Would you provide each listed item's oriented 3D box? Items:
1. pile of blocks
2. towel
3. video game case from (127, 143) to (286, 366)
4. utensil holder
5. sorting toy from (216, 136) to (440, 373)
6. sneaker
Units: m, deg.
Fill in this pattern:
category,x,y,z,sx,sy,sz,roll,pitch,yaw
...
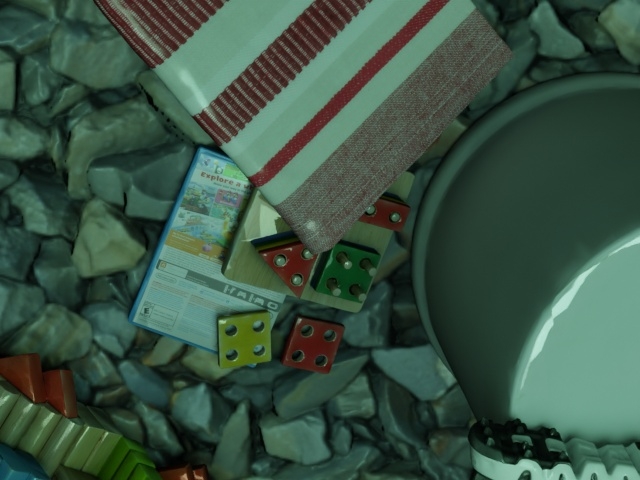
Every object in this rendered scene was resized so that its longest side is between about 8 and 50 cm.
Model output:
category,x,y,z,sx,sy,sz,roll,pitch,yaw
pile of blocks,-0.222,0.172,1.626,0.362,0.149,0.112,29,102,-13
towel,-0.021,-0.181,1.531,0.237,0.037,0.329,-46,115,-10
video game case,-0.079,0.014,1.663,0.119,0.015,0.166,21,104,-11
utensil holder,0.257,0.068,1.520,0.328,0.385,0.327,-2,108,-5
sorting toy,0.000,0.000,1.635,0.132,0.046,0.274,16,105,-24
sneaker,0.204,0.189,1.313,0.234,0.078,0.106,10,108,-5
